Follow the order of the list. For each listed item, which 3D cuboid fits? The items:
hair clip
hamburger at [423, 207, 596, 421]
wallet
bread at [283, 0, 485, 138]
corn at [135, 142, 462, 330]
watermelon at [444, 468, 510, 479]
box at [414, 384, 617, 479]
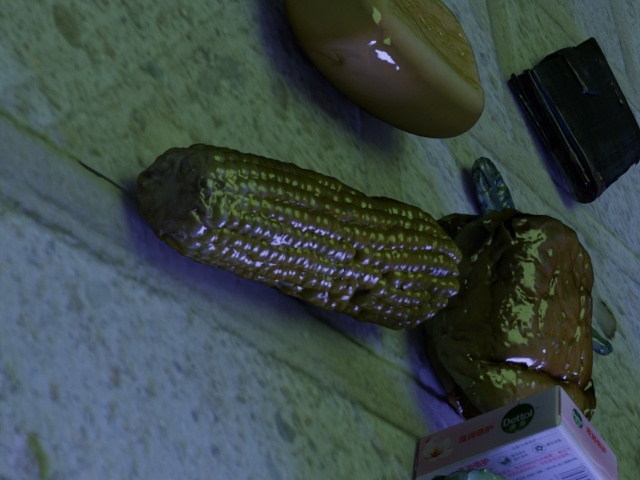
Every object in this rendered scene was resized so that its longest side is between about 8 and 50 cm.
[{"bbox_3d":[0.205,0.021,1.413,0.229,0.036,0.066,56,24,-5],"label":"hair clip"},{"bbox_3d":[0.162,0.066,1.206,0.183,0.130,0.206,22,51,-49],"label":"hamburger"},{"bbox_3d":[0.313,-0.147,1.731,0.169,0.044,0.317,63,27,-1],"label":"wallet"},{"bbox_3d":[0.048,-0.166,1.223,0.217,0.098,0.147,37,37,-46],"label":"bread"},{"bbox_3d":[0.000,0.000,1.018,0.320,0.097,0.097,19,52,-52],"label":"corn"},{"bbox_3d":[0.130,0.253,1.038,0.121,0.098,0.158,16,49,-38],"label":"watermelon"},{"bbox_3d":[0.144,0.168,1.090,0.089,0.125,0.043,51,29,-27],"label":"box"}]
